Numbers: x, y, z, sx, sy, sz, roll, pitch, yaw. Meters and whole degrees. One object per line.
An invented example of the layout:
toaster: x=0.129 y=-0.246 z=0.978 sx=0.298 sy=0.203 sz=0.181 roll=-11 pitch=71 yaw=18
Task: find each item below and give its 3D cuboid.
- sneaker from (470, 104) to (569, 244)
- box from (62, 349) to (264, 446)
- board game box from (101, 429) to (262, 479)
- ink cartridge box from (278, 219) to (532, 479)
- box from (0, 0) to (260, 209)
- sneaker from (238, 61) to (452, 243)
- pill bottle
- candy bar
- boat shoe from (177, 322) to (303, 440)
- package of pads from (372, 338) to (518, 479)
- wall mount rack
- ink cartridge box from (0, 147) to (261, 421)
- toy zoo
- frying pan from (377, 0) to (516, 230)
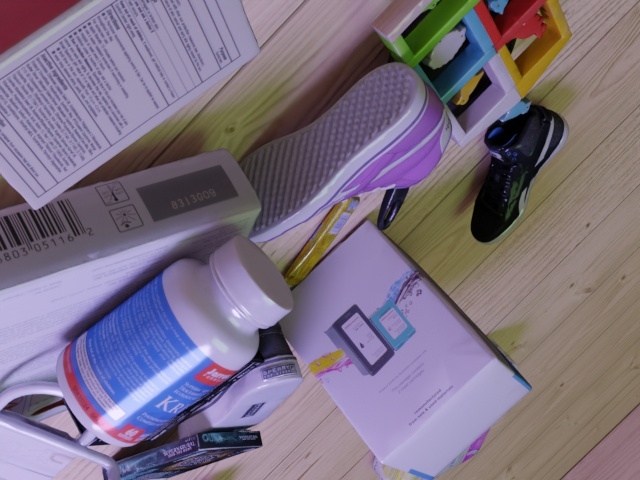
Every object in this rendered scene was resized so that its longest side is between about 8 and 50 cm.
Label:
sneaker: x=0.253 y=-0.099 z=1.382 sx=0.121 sy=0.079 sz=0.217 roll=13 pitch=111 yaw=-49
box: x=-0.178 y=0.153 z=1.115 sx=0.180 sy=0.077 sz=0.147 roll=-37 pitch=162 yaw=12
board game box: x=-0.189 y=0.294 z=1.329 sx=0.186 sy=0.026 sz=0.126 roll=-25 pitch=159 yaw=31
ink cartridge box: x=0.108 y=0.150 z=1.329 sx=0.197 sy=0.270 sz=0.198 roll=-44 pitch=148 yaw=5
box: x=-0.188 y=-0.163 z=0.768 sx=0.232 sy=0.127 sz=0.148 roll=-37 pitch=148 yaw=-9
sneaker: x=0.025 y=-0.067 z=1.099 sx=0.282 sy=0.102 sz=0.161 roll=-32 pitch=152 yaw=15
pill bottle: x=-0.139 y=0.095 z=0.961 sx=0.221 sy=0.124 sz=0.124 roll=-37 pitch=150 yaw=14
candy bar: x=0.000 y=0.000 z=1.271 sx=0.040 sy=0.018 sz=0.161 roll=7 pitch=124 yaw=-55
boat shoe: x=-0.120 y=0.188 z=1.288 sx=0.108 sy=0.102 sz=0.301 roll=-7 pitch=157 yaw=-29
package of pads: x=0.229 y=0.344 z=1.852 sx=0.229 sy=0.101 sz=0.296 roll=-21 pitch=142 yaw=-31
wall mount rack: x=-0.391 y=0.261 z=1.005 sx=0.304 sy=0.130 sz=0.350 roll=29 pitch=127 yaw=-28
ink cartridge box: x=-0.258 y=0.075 z=1.056 sx=0.308 sy=0.091 sz=0.385 roll=-20 pitch=159 yaw=-32
toy zoo: x=0.188 y=-0.226 z=1.111 sx=0.192 sy=0.030 sz=0.293 roll=-46 pitch=145 yaw=3
frying pan: x=0.147 y=-0.172 z=1.191 sx=0.197 sy=0.053 sz=0.326 roll=-26 pitch=144 yaw=-23
